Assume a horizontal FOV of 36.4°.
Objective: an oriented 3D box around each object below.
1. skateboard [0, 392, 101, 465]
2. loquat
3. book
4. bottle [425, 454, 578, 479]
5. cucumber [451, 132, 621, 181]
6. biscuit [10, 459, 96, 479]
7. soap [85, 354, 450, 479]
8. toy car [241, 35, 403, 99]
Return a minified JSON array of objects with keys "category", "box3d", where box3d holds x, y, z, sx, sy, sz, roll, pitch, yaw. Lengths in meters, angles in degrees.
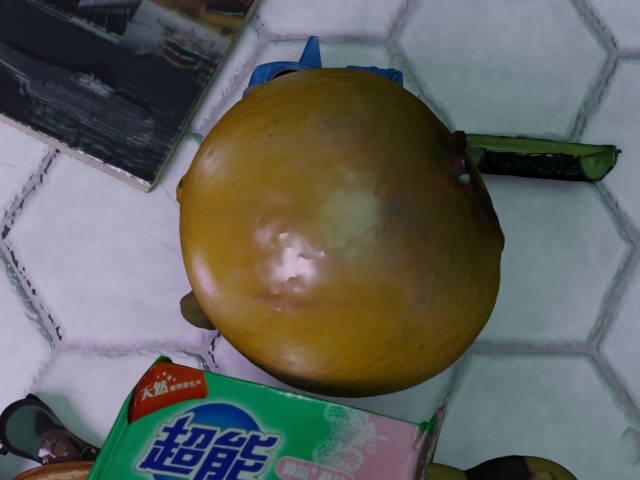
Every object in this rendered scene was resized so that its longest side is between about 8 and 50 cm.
[{"category":"skateboard","box3d":[-0.248,0.209,0.959,0.151,0.080,0.067,33,66,-1]},{"category":"loquat","box3d":[0.000,0.000,0.956,0.359,0.328,0.329,-26,77,27]},{"category":"book","box3d":[-0.225,-0.268,1.127,0.262,0.028,0.374,26,72,0]},{"category":"bottle","box3d":[0.080,0.293,0.898,0.351,0.171,0.172,-10,76,4]},{"category":"cucumber","box3d":[0.256,-0.094,1.139,0.220,0.070,0.046,3,104,-7]},{"category":"biscuit","box3d":[-0.218,0.298,0.917,0.186,0.036,0.192,4,106,-12]},{"category":"soap","box3d":[-0.047,0.205,0.819,0.273,0.098,0.218,11,57,21]},{"category":"toy car","box3d":[0.006,-0.166,1.099,0.191,0.097,0.100,4,66,-9]}]
